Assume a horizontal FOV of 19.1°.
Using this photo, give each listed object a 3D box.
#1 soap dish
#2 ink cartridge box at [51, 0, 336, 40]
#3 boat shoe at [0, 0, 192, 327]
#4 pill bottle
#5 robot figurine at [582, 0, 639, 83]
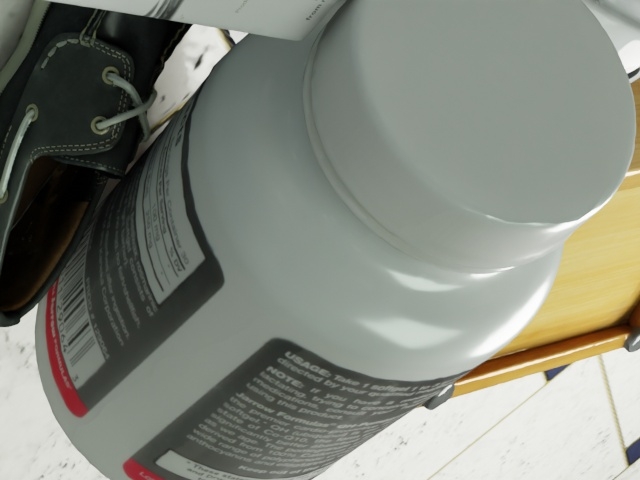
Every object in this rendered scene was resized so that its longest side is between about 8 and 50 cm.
[{"bbox_3d":[0.141,-0.015,1.187,0.291,0.118,0.229,-11,140,-45],"label":"soap dish"},{"bbox_3d":[-0.081,-0.152,0.684,0.191,0.139,0.082,0,134,-51],"label":"ink cartridge box"},{"bbox_3d":[-0.100,-0.064,0.858,0.233,0.079,0.084,-52,149,16],"label":"boat shoe"},{"bbox_3d":[0.000,0.000,0.867,0.176,0.176,0.318,-20,167,-34],"label":"pill bottle"},{"bbox_3d":[0.148,-0.197,0.867,0.209,0.173,0.278,31,112,-17],"label":"robot figurine"}]
